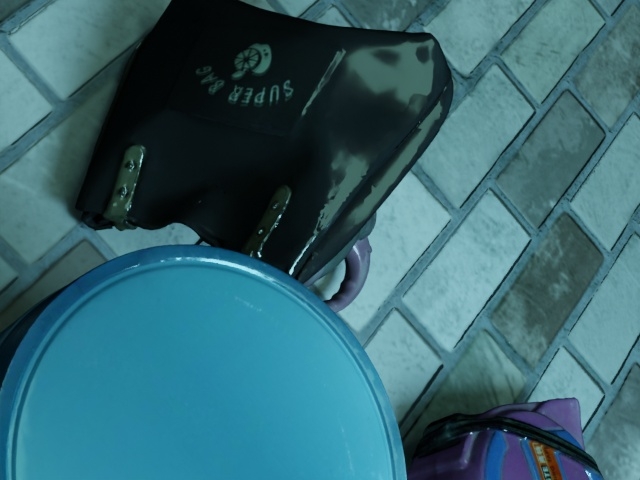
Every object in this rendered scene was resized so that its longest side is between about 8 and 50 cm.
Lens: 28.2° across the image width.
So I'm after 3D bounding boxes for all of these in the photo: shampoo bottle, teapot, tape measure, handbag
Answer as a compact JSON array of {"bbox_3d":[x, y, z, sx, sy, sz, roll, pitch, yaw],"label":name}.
[{"bbox_3d":[-0.161,0.207,1.016,0.331,0.343,0.331,12,66,-30],"label":"shampoo bottle"},{"bbox_3d":[0.002,-0.008,1.352,0.146,0.116,0.148,-27,73,-43],"label":"teapot"},{"bbox_3d":[0.209,0.292,1.371,0.245,0.149,0.231,5,67,-41],"label":"tape measure"},{"bbox_3d":[-0.073,-0.102,1.254,0.288,0.342,0.152,-63,154,-26],"label":"handbag"}]
